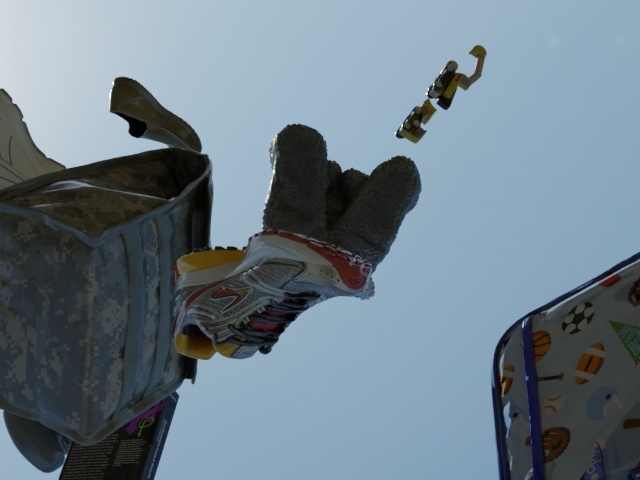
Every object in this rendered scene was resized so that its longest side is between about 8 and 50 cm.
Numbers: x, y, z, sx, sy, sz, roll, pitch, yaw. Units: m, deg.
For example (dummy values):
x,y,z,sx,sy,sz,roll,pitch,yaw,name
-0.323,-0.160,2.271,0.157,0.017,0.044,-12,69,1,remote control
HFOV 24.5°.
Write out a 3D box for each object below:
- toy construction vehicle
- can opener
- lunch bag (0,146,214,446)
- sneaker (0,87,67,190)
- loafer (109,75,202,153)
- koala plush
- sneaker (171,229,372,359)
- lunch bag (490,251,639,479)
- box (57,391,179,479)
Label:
x,y,z,sx,sy,sz,roll,pitch,yaw,name
0.125,-0.146,1.479,0.035,0.086,0.098,37,-119,-1,toy construction vehicle
-0.399,0.164,1.858,0.280,0.074,0.093,49,-158,8,can opener
-0.203,0.043,1.531,0.169,0.235,0.287,18,-156,24,lunch bag
-0.373,-0.079,1.636,0.297,0.111,0.129,45,-128,-2,sneaker
-0.206,-0.141,1.793,0.056,0.148,0.050,7,-118,53,loafer
0.000,0.000,1.850,0.196,0.221,0.203,19,-112,-2,koala plush
-0.041,0.051,1.184,0.225,0.088,0.092,-16,-120,51,sneaker
0.258,0.163,1.291,0.243,0.115,0.303,-30,-148,27,lunch bag
-0.232,0.240,1.659,0.116,0.029,0.162,-7,-130,28,box
